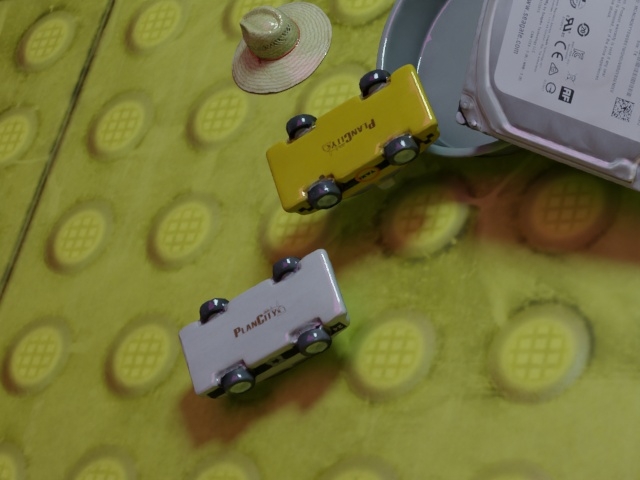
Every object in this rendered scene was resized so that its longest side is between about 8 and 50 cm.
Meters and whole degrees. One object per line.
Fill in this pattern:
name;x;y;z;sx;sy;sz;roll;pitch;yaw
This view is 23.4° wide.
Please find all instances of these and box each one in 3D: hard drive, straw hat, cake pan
hard drive;0.298;-0.164;1.389;0.339;0.064;0.237;24;114;27
straw hat;-0.061;-0.246;1.835;0.144;0.061;0.144;-18;51;24
cake pan;0.190;-0.210;1.610;0.293;0.054;0.293;-20;56;32

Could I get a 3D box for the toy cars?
toy cars;0.000;0.000;1.589;0.176;0.087;0.394;23;85;36
